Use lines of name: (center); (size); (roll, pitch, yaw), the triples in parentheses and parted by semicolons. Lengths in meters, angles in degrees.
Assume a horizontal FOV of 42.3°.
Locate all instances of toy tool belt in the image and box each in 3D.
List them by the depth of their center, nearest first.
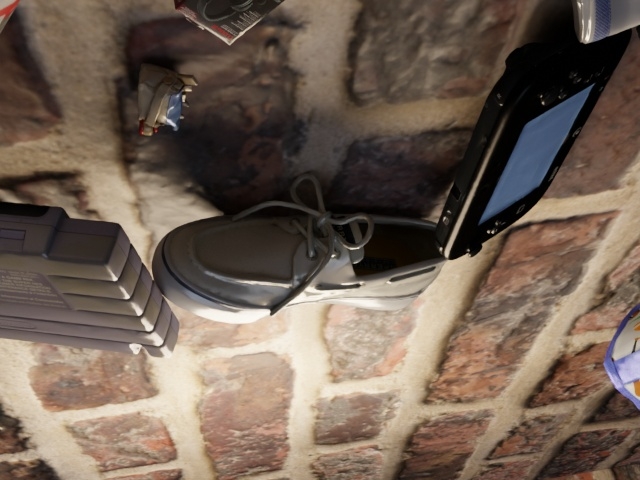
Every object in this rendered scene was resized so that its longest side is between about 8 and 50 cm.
toy tool belt: (-0.139, -0.123, 0.752); (0.051, 0.052, 0.083); (4, 147, -9)

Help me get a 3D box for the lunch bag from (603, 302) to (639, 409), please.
lunch bag: (0.667, 0.141, 1.272); (0.385, 0.239, 0.328); (6, 148, -38)

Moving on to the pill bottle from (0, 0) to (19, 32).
pill bottle: (-0.325, -0.134, 0.566); (0.161, 0.161, 0.283); (16, 140, -37)

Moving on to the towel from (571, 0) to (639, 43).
towel: (0.322, -0.275, 0.631); (0.285, 0.034, 0.209); (-17, 136, 8)

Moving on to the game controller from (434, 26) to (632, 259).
game controller: (0.213, -0.095, 0.866); (0.166, 0.067, 0.319); (-22, 153, -19)

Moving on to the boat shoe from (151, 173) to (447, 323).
boat shoe: (0.003, 0.008, 0.931); (0.367, 0.136, 0.156); (5, 146, -30)

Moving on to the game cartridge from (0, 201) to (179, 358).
game cartridge: (-0.341, 0.035, 0.846); (0.355, 0.068, 0.230); (6, 146, 10)

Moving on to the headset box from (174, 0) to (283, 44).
headset box: (-0.074, -0.200, 0.665); (0.083, 0.032, 0.062); (-32, 144, 27)

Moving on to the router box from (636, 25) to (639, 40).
router box: (0.363, -0.225, 0.760); (0.092, 0.038, 0.122); (-4, 148, -13)
